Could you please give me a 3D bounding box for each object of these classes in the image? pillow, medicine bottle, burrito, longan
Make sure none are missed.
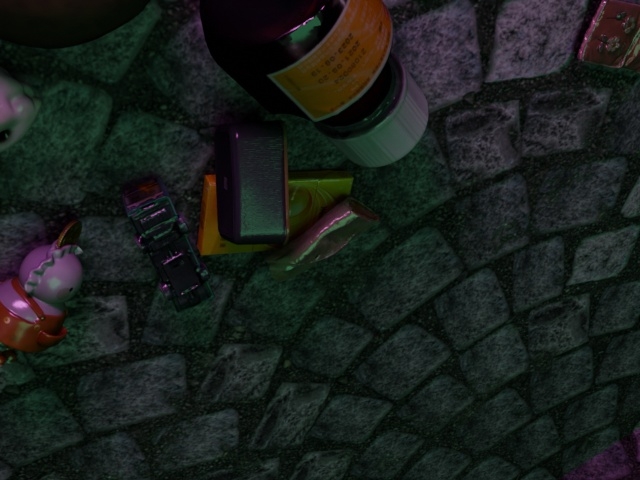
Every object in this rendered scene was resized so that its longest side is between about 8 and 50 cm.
[{"bbox_3d":[0.585,-0.381,1.582,0.233,0.043,0.126,3,123,-29],"label":"pillow"},{"bbox_3d":[0.008,-0.267,1.271,0.242,0.242,0.395,-39,146,6],"label":"medicine bottle"},{"bbox_3d":[0.000,0.000,1.516,0.226,0.060,0.087,-35,137,1],"label":"burrito"},{"bbox_3d":[-0.322,-0.373,1.015,0.300,0.300,0.243,-41,173,7],"label":"longan"}]

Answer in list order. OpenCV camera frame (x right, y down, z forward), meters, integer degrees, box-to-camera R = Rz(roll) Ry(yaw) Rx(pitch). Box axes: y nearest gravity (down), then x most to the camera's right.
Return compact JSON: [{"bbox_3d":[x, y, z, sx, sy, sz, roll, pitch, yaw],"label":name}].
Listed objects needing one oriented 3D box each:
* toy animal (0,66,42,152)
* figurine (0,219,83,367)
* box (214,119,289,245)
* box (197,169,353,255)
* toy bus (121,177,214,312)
[{"bbox_3d":[-0.536,-0.220,1.069,0.258,0.194,0.357,-40,141,-6],"label":"toy animal"},{"bbox_3d":[-0.467,0.083,1.378,0.143,0.143,0.271,13,98,-34],"label":"figurine"},{"bbox_3d":[-0.113,-0.093,1.356,0.090,0.144,0.200,-3,98,-20],"label":"box"},{"bbox_3d":[-0.081,-0.052,1.507,0.269,0.043,0.152,-4,126,-24],"label":"box"},{"bbox_3d":[-0.257,0.012,1.428,0.091,0.109,0.261,-24,134,-10],"label":"toy bus"}]
